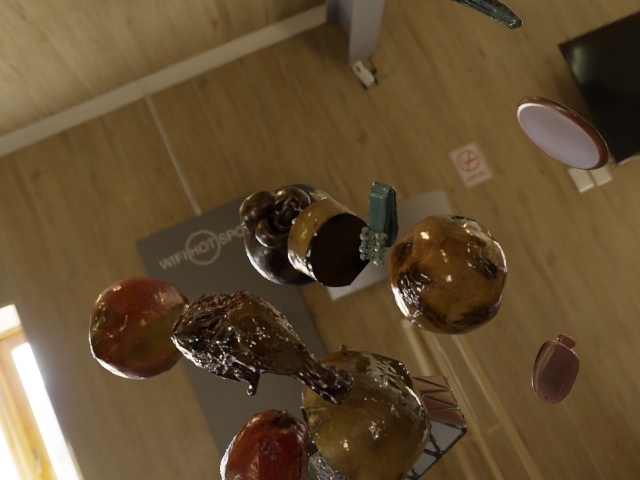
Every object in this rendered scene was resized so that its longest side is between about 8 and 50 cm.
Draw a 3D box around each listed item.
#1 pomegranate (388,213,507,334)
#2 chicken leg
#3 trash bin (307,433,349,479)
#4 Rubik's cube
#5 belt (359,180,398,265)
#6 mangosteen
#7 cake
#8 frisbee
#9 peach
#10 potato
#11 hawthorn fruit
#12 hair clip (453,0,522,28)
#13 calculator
[{"bbox_3d":[0.318,0.084,1.695,0.322,0.322,0.322,-24,-10,-4],"label":"pomegranate"},{"bbox_3d":[-0.103,0.162,0.988,0.323,0.177,0.083,-8,26,41],"label":"chicken leg"},{"bbox_3d":[0.122,0.614,1.963,0.295,0.259,0.381,-37,-12,4],"label":"trash bin"},{"bbox_3d":[0.203,0.405,1.510,0.233,0.228,0.228,-28,-39,6],"label":"Rubik's cube"},{"bbox_3d":[0.124,-0.043,1.428,0.100,0.065,0.179,-49,-33,-33],"label":"belt"},{"bbox_3d":[-0.076,-0.029,1.904,0.307,0.306,0.347,-26,-23,5],"label":"mangosteen"},{"bbox_3d":[0.000,0.000,1.625,0.185,0.207,0.178,-22,24,-29],"label":"cake"},{"bbox_3d":[0.569,-0.251,1.601,0.021,0.251,0.251,-49,-8,-6],"label":"frisbee"},{"bbox_3d":[-0.407,0.199,1.482,0.232,0.232,0.257,-32,-6,38],"label":"peach"},{"bbox_3d":[0.091,0.268,1.141,0.116,0.239,0.299,-57,0,26],"label":"potato"},{"bbox_3d":[-0.091,0.396,1.206,0.179,0.174,0.173,-59,1,-17],"label":"hawthorn fruit"},{"bbox_3d":[0.227,-0.399,1.105,0.229,0.036,0.066,16,-18,-8],"label":"hair clip"},{"bbox_3d":[0.525,0.282,1.495,0.165,0.103,0.024,-60,6,-21],"label":"calculator"}]
